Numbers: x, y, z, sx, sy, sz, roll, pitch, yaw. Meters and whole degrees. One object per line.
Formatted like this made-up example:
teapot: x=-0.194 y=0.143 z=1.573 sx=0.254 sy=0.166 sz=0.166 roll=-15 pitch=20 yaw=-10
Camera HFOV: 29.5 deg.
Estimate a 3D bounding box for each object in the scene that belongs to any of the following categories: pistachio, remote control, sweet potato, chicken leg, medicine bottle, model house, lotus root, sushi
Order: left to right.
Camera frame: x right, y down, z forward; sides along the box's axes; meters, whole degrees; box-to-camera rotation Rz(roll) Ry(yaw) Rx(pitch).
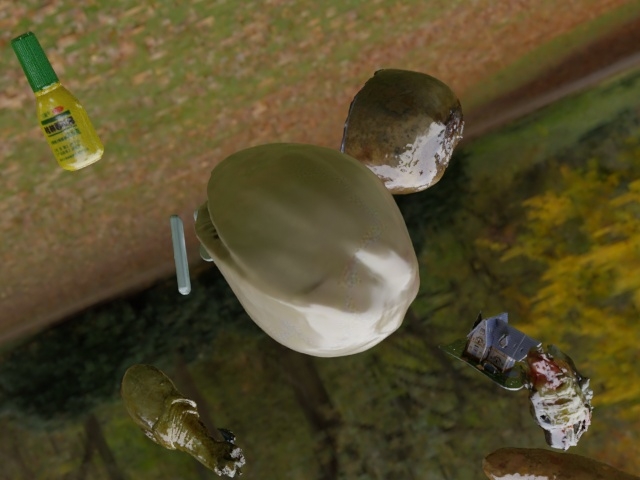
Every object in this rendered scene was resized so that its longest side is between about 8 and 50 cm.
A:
medicine bottle: x=-0.487 y=-0.255 z=2.217 sx=0.095 sy=0.261 sz=0.064 roll=-18 pitch=-164 yaw=21
remote control: x=-0.220 y=0.022 z=1.902 sx=0.017 sy=0.125 sz=0.053 roll=-8 pitch=172 yaw=1
chicken leg: x=-0.198 y=0.267 z=1.751 sx=0.088 sy=0.227 sz=0.103 roll=-46 pitch=167 yaw=-37
pistachio: x=-0.020 y=-0.001 z=1.302 sx=0.226 sy=0.208 sz=0.332 roll=-1 pitch=-151 yaw=-26
lotus root: x=0.188 y=-0.211 z=2.501 sx=0.192 sy=0.272 sz=0.272 roll=14 pitch=-157 yaw=32
model house: x=0.317 y=0.186 z=2.194 sx=0.117 sy=0.167 sz=0.088 roll=-9 pitch=123 yaw=-52
sushi: x=0.378 y=0.239 z=1.921 sx=0.097 sy=0.226 sz=0.103 roll=-9 pitch=-136 yaw=21
sweet potato: x=0.398 y=0.359 z=1.686 sx=0.354 sy=0.095 sz=0.106 roll=14 pitch=164 yaw=16

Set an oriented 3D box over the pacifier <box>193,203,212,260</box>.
pacifier: x=-0.196 y=-0.036 z=2.348 sx=0.150 sy=0.116 sz=0.127 roll=-33 pitch=-144 yaw=30
